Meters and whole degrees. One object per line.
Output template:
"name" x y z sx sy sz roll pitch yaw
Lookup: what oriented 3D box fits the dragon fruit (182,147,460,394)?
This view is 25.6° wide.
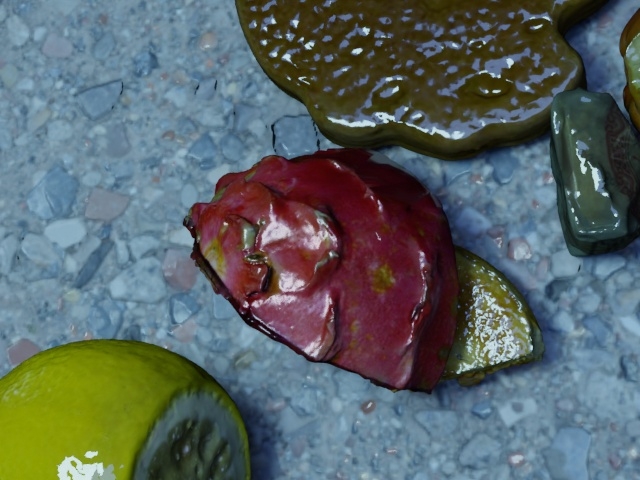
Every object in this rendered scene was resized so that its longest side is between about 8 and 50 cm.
"dragon fruit" 0.000 0.000 1.151 0.189 0.163 0.262 -46 55 -8

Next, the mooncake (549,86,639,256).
"mooncake" 0.226 -0.055 1.142 0.073 0.125 0.130 -11 81 7

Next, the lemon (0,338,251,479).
"lemon" -0.190 0.196 1.145 0.219 0.240 0.240 4 81 29

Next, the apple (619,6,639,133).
"apple" 0.320 -0.143 1.128 0.158 0.147 0.156 0 113 22

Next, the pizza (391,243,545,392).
"pizza" 0.099 0.068 1.190 0.175 0.046 0.134 44 98 22

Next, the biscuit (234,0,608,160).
"biscuit" 0.107 -0.247 1.233 0.381 0.074 0.358 -5 80 10
